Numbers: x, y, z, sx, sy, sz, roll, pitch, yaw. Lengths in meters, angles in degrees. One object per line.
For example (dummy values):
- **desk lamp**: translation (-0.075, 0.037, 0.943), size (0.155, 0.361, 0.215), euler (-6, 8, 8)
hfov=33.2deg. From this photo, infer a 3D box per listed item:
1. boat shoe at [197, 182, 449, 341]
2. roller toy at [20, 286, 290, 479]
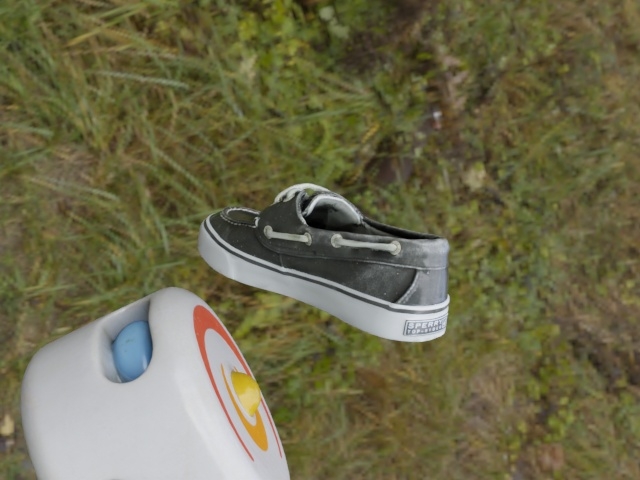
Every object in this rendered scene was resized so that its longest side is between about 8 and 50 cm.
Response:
- **boat shoe**: translation (0.000, 0.000, 0.704), size (0.078, 0.219, 0.070), euler (-10, 111, -43)
- **roller toy**: translation (-0.109, 0.140, 0.782), size (0.209, 0.146, 0.191), euler (65, 5, 13)
